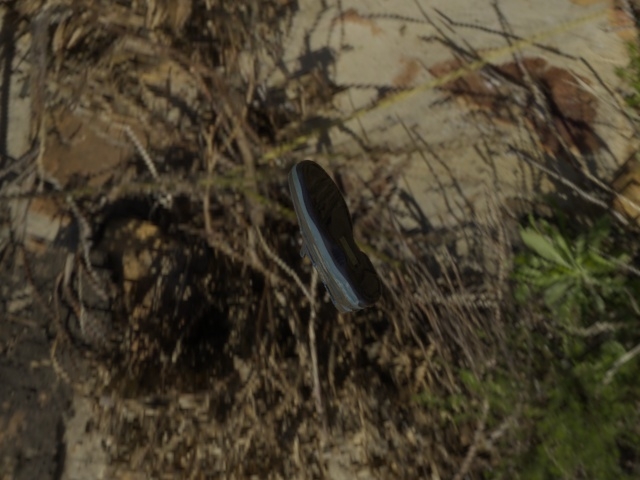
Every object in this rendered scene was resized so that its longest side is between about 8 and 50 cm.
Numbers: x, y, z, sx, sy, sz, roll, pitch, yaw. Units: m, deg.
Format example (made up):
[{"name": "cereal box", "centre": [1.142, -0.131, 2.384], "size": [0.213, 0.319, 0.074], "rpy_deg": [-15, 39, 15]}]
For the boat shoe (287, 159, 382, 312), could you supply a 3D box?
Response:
[{"name": "boat shoe", "centre": [0.000, 0.000, 1.585], "size": [0.072, 0.068, 0.190], "rpy_deg": [-23, 90, 43]}]
